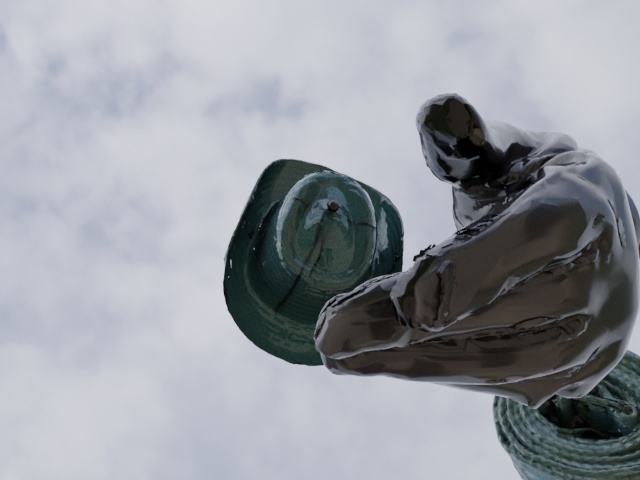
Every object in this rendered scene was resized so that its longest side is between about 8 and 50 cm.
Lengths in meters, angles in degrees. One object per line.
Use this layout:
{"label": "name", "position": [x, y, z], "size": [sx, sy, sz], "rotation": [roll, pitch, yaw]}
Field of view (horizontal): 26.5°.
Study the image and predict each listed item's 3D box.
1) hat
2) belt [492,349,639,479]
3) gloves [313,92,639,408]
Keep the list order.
{"label": "hat", "position": [0.000, 0.000, 1.052], "size": [0.138, 0.191, 0.078], "rotation": [16, -34, -7]}
{"label": "belt", "position": [0.233, 0.155, 1.165], "size": [0.163, 0.148, 0.082], "rotation": [-10, -36, 15]}
{"label": "gloves", "position": [0.087, 0.002, 0.606], "size": [0.119, 0.285, 0.142], "rotation": [-10, -85, 29]}
